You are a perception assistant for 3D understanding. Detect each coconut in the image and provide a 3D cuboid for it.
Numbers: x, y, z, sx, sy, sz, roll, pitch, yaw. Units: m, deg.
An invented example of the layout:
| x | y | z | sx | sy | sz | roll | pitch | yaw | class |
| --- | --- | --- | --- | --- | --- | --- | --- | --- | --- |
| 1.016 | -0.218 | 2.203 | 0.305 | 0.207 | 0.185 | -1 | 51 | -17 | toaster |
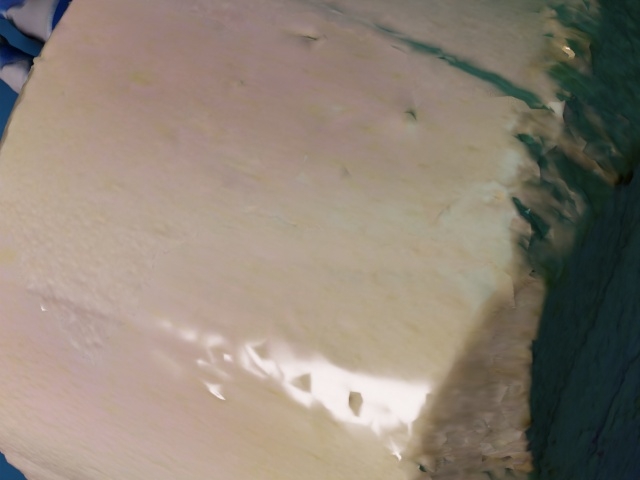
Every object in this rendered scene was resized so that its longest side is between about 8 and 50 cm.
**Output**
| x | y | z | sx | sy | sz | roll | pitch | yaw | class |
| --- | --- | --- | --- | --- | --- | --- | --- | --- | --- |
| 0.000 | 0.000 | 0.550 | 0.244 | 0.239 | 0.239 | 21 | 67 | 29 | coconut |

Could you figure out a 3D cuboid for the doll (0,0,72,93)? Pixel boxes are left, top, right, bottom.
| x | y | z | sx | sy | sz | roll | pitch | yaw | class |
| --- | --- | --- | --- | --- | --- | --- | --- | --- | --- |
| -0.096 | -0.097 | 0.750 | 0.114 | 0.057 | 0.227 | -34 | 52 | -10 | doll |
